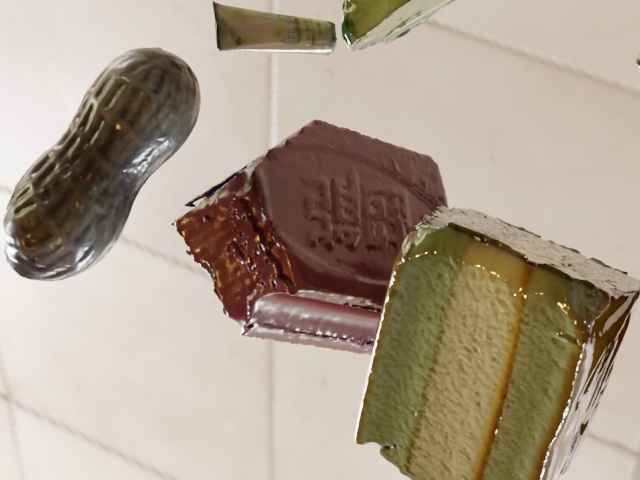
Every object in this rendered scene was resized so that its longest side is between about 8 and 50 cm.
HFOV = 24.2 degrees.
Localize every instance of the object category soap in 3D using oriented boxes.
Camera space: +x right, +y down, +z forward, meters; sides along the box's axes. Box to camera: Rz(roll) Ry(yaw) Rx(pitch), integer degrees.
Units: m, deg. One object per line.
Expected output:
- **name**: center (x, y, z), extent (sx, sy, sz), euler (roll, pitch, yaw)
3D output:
- **soap**: center (0.000, 0.000, 1.180), extent (0.099, 0.250, 0.162), euler (-26, 66, 37)

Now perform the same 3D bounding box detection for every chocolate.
- **chocolate**: center (-0.135, -0.044, 0.912), extent (0.072, 0.167, 0.072), euler (37, -176, -3)

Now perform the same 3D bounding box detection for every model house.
- **model house**: center (0.086, -0.339, 1.630), extent (0.195, 0.214, 0.189), euler (-30, 89, 35)

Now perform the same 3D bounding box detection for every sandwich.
- **sandwich**: center (0.118, 0.094, 1.060), extent (0.155, 0.227, 0.198), euler (24, 98, 17)

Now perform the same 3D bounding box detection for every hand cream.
- **hand cream**: center (-0.048, -0.226, 1.610), extent (0.039, 0.143, 0.061), euler (-38, 55, 56)

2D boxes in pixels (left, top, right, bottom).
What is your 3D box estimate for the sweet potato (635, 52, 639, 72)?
- **sweet potato**: center (0.323, -0.080, 1.290), extent (0.056, 0.056, 0.195), euler (-22, 104, 47)
